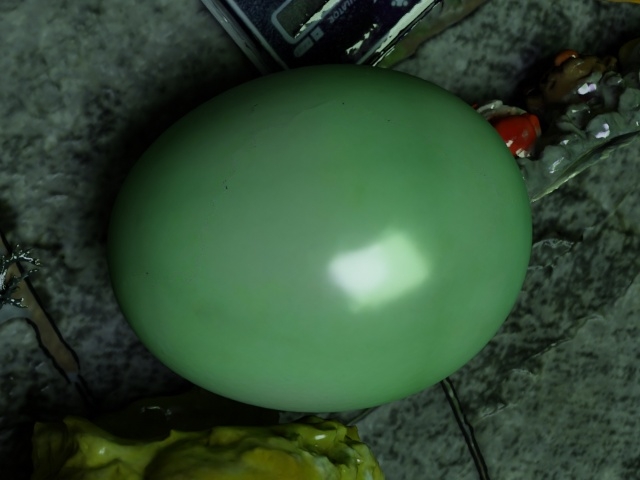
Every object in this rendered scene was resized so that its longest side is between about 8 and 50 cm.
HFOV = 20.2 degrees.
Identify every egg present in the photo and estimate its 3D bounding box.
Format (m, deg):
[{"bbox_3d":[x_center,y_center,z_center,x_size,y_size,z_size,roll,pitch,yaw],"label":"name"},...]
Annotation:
[{"bbox_3d":[0.000,0.000,1.143,0.270,0.220,0.220,-12,120,-3],"label":"egg"}]

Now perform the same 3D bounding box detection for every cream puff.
[{"bbox_3d":[-0.090,0.179,1.192,0.282,0.185,0.282,-19,153,-10],"label":"cream puff"}]

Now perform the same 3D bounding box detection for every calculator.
[{"bbox_3d":[-0.023,-0.215,1.152,0.165,0.028,0.274,-46,128,-6],"label":"calculator"}]

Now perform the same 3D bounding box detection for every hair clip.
[{"bbox_3d":[0.213,-0.105,1.301,0.321,0.138,0.091,-26,93,-19],"label":"hair clip"}]

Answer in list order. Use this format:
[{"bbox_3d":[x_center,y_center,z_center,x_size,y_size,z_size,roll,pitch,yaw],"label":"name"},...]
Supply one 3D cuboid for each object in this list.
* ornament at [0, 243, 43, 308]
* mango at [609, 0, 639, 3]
[{"bbox_3d":[-0.234,0.028,1.134,0.125,0.028,0.073,-20,121,-21],"label":"ornament"},{"bbox_3d":[0.204,-0.251,1.214,0.257,0.138,0.187,-8,133,-25],"label":"mango"}]
